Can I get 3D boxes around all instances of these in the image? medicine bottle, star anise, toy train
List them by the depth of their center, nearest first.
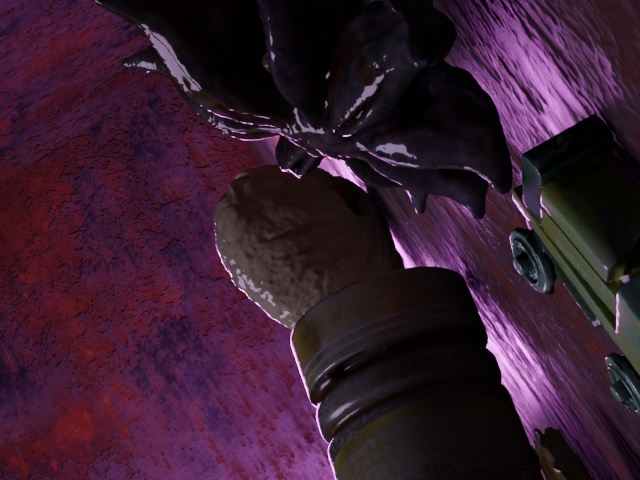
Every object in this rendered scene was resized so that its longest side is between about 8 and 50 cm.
[{"bbox_3d":[0.110,0.012,0.548,0.122,0.050,0.081,57,173,29],"label":"toy train"},{"bbox_3d":[-0.004,-0.066,0.592,0.181,0.061,0.204,19,170,8],"label":"star anise"},{"bbox_3d":[0.094,0.195,1.129,0.151,0.151,0.322,63,-173,-65],"label":"medicine bottle"}]

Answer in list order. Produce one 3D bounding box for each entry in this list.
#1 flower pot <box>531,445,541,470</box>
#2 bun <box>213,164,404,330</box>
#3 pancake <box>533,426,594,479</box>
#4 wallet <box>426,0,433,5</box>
[{"bbox_3d":[0.159,0.337,1.384,0.266,0.266,0.267,61,-174,-52],"label":"flower pot"},{"bbox_3d":[0.000,0.000,1.485,0.220,0.134,0.220,36,-158,-17],"label":"bun"},{"bbox_3d":[0.255,0.293,0.964,0.305,0.067,0.427,58,178,40],"label":"pancake"},{"bbox_3d":[-0.016,-0.168,0.577,0.141,0.067,0.241,59,178,16],"label":"wallet"}]
